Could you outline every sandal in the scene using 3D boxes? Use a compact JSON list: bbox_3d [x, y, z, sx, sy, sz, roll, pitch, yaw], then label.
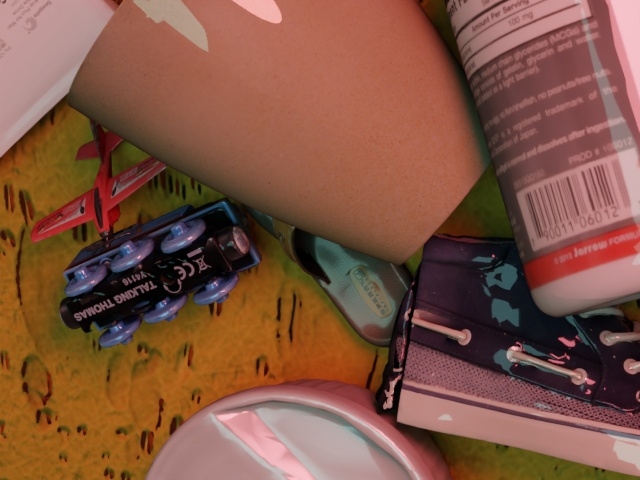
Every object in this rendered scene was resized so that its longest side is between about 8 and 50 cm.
[{"bbox_3d":[0.000,0.000,1.296,0.090,0.060,0.219,-36,87,21],"label":"sandal"}]

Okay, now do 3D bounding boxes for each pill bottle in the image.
[{"bbox_3d":[0.204,-0.144,1.107,0.210,0.210,0.363,-18,83,21],"label":"pill bottle"}]

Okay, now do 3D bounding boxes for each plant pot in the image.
[{"bbox_3d":[-0.005,-0.115,1.197,0.274,0.256,0.256,39,110,-3],"label":"plant pot"}]

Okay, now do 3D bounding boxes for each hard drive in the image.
[{"bbox_3d":[-0.335,-0.221,1.314,0.203,0.040,0.307,-41,107,14],"label":"hard drive"}]

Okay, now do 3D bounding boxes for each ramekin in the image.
[{"bbox_3d":[-0.007,0.239,1.308,0.272,0.127,0.273,4,101,19],"label":"ramekin"}]

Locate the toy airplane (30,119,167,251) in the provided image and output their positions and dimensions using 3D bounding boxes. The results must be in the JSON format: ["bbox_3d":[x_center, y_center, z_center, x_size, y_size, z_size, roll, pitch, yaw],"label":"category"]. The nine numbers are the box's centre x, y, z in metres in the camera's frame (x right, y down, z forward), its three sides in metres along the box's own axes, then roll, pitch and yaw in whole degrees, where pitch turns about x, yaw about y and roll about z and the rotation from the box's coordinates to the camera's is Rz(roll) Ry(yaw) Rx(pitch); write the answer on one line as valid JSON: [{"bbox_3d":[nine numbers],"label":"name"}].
[{"bbox_3d":[-0.186,-0.052,1.334,0.151,0.028,0.151,-19,54,28],"label":"toy airplane"}]

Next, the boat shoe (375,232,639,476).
[{"bbox_3d":[0.215,0.086,1.206,0.340,0.127,0.158,9,95,14],"label":"boat shoe"}]

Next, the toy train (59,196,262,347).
[{"bbox_3d":[-0.135,0.021,1.322,0.184,0.105,0.080,-24,110,20],"label":"toy train"}]
